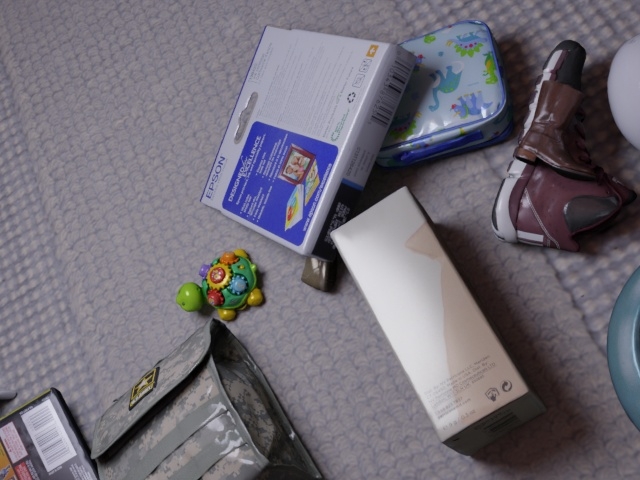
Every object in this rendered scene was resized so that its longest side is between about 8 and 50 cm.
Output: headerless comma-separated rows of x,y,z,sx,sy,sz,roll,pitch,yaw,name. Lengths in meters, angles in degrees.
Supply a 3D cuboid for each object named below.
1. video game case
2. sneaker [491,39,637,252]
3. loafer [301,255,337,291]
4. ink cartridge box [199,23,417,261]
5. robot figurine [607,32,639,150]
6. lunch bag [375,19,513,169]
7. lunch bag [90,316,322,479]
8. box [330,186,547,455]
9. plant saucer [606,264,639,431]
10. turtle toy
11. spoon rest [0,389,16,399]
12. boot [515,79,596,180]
-0.433,0.392,1.278,0.248,0.035,0.274,-31,70,-8,video game case
0.340,-0.112,1.152,0.163,0.106,0.281,18,88,21,sneaker
0.000,0.000,1.274,0.050,0.056,0.147,3,72,18,loafer
-0.031,-0.152,1.285,0.307,0.072,0.303,26,96,54,ink cartridge box
0.491,-0.201,1.069,0.278,0.173,0.209,-19,54,17,robot figurine
0.157,-0.200,1.259,0.219,0.090,0.176,-16,65,18,lunch bag
-0.176,0.269,1.195,0.235,0.169,0.287,-42,53,8,lunch bag
0.146,0.101,1.124,0.121,0.148,0.311,-32,63,9,box
0.494,0.122,1.021,0.318,0.044,0.317,-8,69,21,plant saucer
-0.151,0.067,1.311,0.130,0.066,0.095,-30,62,11,turtle toy
-0.539,0.363,1.365,0.137,0.084,0.276,-5,69,22,spoon rest
0.308,-0.139,1.096,0.107,0.037,0.114,23,86,16,boot
